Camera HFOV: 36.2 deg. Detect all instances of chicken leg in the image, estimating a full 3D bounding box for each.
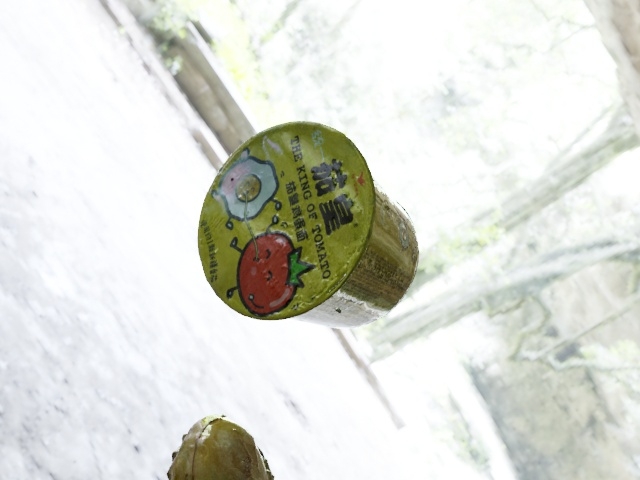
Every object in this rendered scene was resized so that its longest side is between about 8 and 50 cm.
[{"bbox_3d":[-0.066,0.247,0.867,0.207,0.101,0.085,59,45,-19],"label":"chicken leg"}]

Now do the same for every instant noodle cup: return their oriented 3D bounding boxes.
[{"bbox_3d":[0.000,0.000,0.901,0.144,0.182,0.182,30,26,-56],"label":"instant noodle cup"}]
